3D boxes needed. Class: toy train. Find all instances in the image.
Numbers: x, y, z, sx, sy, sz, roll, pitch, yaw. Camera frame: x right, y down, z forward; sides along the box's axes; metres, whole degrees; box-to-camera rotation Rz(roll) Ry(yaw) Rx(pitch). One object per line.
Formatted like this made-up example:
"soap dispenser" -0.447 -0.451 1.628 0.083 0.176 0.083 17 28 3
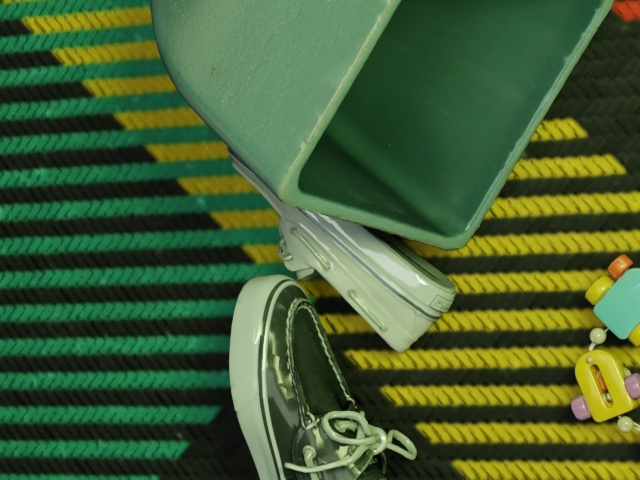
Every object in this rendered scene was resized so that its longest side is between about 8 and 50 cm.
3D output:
"toy train" 0.254 0.092 1.420 0.125 0.046 0.166 4 94 26

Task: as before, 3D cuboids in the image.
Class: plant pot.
"plant pot" 0.020 -0.175 1.424 0.252 0.248 0.247 39 104 34

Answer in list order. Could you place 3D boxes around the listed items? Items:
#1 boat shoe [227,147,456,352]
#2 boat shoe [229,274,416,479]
"boat shoe" 0.000 0.000 1.505 0.226 0.083 0.076 41 103 17
"boat shoe" 0.010 0.173 1.477 0.105 0.113 0.306 -11 86 32
